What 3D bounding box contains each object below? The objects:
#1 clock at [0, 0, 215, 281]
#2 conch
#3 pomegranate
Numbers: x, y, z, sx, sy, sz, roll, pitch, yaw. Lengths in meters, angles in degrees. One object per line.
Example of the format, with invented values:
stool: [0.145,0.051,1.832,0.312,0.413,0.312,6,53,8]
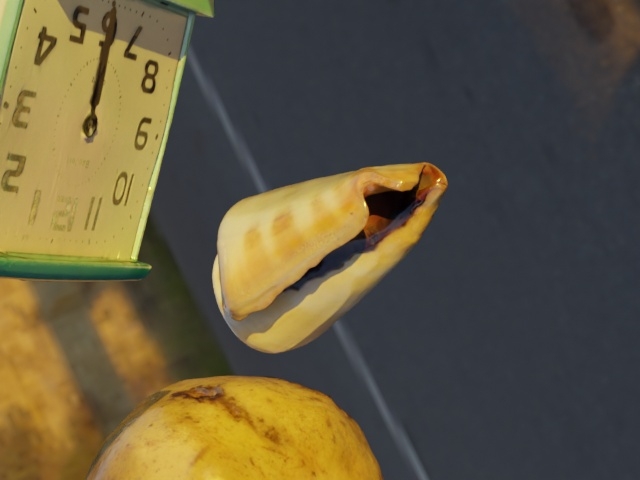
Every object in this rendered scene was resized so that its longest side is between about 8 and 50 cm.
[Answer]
clock: [-0.188,-0.093,1.277,0.262,0.116,0.231,5,-81,-70]
conch: [-0.005,-0.009,1.584,0.158,0.255,0.127,15,-136,-47]
pomegranate: [-0.074,0.250,1.659,0.281,0.281,0.281,59,166,25]
